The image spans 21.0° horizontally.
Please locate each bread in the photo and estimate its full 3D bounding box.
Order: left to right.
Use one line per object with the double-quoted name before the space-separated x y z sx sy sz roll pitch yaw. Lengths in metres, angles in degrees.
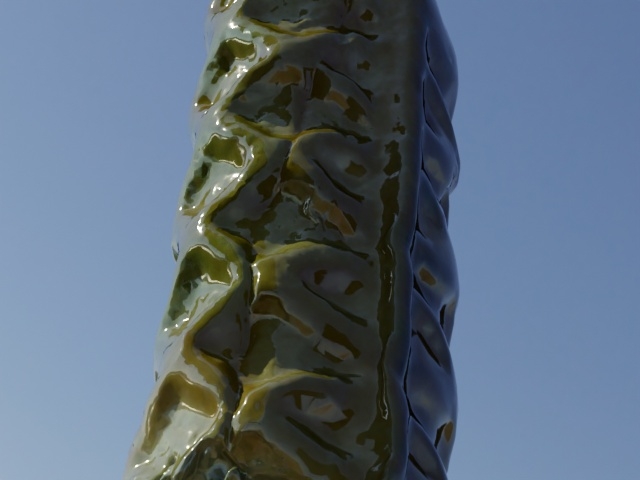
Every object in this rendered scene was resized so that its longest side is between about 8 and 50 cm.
"bread" -0.001 0.000 0.550 0.098 0.269 0.087 14 -45 -10
